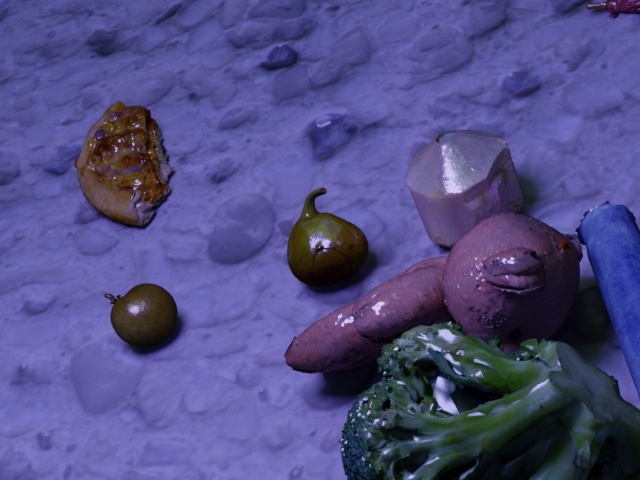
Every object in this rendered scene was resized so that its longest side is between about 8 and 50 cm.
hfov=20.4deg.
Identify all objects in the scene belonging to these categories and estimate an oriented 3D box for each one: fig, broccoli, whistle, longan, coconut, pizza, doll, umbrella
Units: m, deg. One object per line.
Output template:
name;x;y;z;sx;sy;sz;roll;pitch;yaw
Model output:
fig;0.000;0.000;1.896;0.082;0.098;0.084;-22;-7;-37
broccoli;0.156;0.170;1.480;0.245;0.294;0.265;-39;57;41
whistle;0.296;0.070;1.639;0.062;0.062;0.304;-18;34;6
longan;-0.196;0.076;1.919;0.083;0.075;0.075;31;55;7
coconut;0.150;-0.062;1.869;0.116;0.122;0.116;-15;37;12
pizza;-0.244;-0.101;2.180;0.127;0.058;0.246;-13;40;12
doll;0.118;0.089;1.711;0.303;0.156;0.201;-29;-8;25
umbrella;0.392;-0.281;2.093;0.165;0.027;0.025;-4;15;28
